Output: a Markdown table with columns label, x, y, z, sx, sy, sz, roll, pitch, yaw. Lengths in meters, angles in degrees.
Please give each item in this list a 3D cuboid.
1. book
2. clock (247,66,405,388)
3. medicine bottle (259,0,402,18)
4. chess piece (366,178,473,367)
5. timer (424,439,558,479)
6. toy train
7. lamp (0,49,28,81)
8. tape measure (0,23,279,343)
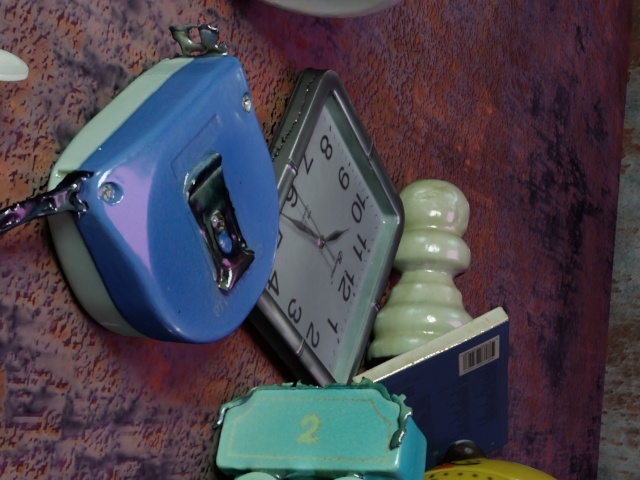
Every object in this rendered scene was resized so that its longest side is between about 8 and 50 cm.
| label | x | y | z | sx | sy | sz | roll | pitch | yaw |
| --- | --- | --- | --- | --- | --- | --- | --- | --- | --- |
| book | 0.137 | 0.204 | 1.199 | 0.191 | 0.025 | 0.269 | -24 | 139 | -11 |
| clock | -0.001 | 0.000 | 1.069 | 0.279 | 0.049 | 0.273 | 59 | 43 | -47 |
| medicine bottle | 0.024 | -0.406 | 0.905 | 0.211 | 0.211 | 0.371 | 41 | 57 | -57 |
| chess piece | 0.132 | 0.040 | 1.258 | 0.133 | 0.133 | 0.243 | 35 | 56 | -58 |
| timer | 0.208 | 0.409 | 1.199 | 0.387 | 0.376 | 0.376 | -22 | 112 | -57 |
| toy train | -0.001 | 0.218 | 0.933 | 0.112 | 0.203 | 0.163 | 62 | 31 | -53 |
| lamp | -0.205 | -0.199 | 0.625 | 0.050 | 0.056 | 0.198 | -12 | 111 | -61 |
| tape measure | -0.143 | 0.011 | 0.754 | 0.351 | 0.098 | 0.215 | -54 | 137 | -44 |
